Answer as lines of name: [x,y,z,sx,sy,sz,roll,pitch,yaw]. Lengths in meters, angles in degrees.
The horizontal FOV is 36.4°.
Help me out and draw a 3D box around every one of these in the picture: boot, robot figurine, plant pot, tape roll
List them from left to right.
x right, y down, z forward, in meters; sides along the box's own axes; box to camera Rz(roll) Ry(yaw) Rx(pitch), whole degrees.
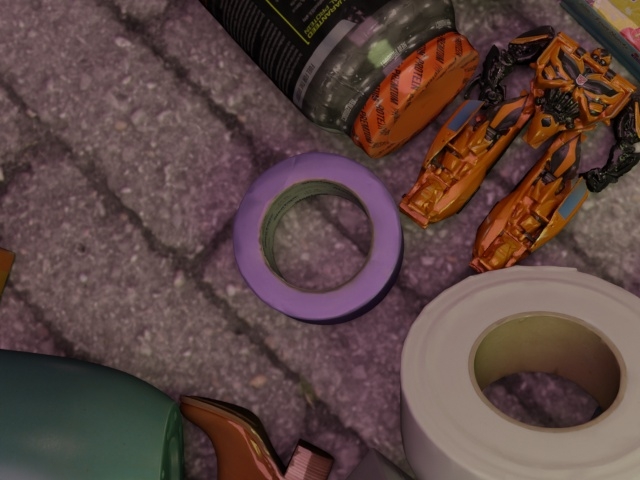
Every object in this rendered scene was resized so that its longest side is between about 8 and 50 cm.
plant pot: [-0.267,0.256,1.004,0.235,0.293,0.293,2,81,0]
boot: [-0.098,0.270,1.082,0.197,0.073,0.152,26,89,13]
tape roll: [0.000,0.000,1.107,0.189,0.080,0.189,-1,81,7]
robot figurine: [0.234,-0.104,1.090,0.211,0.085,0.291,39,87,7]
tape roll: [0.219,0.155,0.965,0.286,0.100,0.286,-3,43,3]

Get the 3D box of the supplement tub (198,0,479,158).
supplement tub: [0.004,-0.266,1.086,0.207,0.207,0.338,-41,78,-1]

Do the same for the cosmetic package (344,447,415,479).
cosmetic package: [0.102,0.337,0.948,0.225,0.224,0.138,41,87,1]

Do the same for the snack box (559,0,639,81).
snack box: [0.410,-0.291,1.108,0.207,0.070,0.174,-42,78,-3]

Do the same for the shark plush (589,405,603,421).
shark plush: [0.288,0.236,1.037,0.161,0.067,0.073,-38,78,0]

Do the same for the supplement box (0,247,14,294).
supplement box: [-0.444,0.109,1.147,0.080,0.078,0.233,14,82,9]
